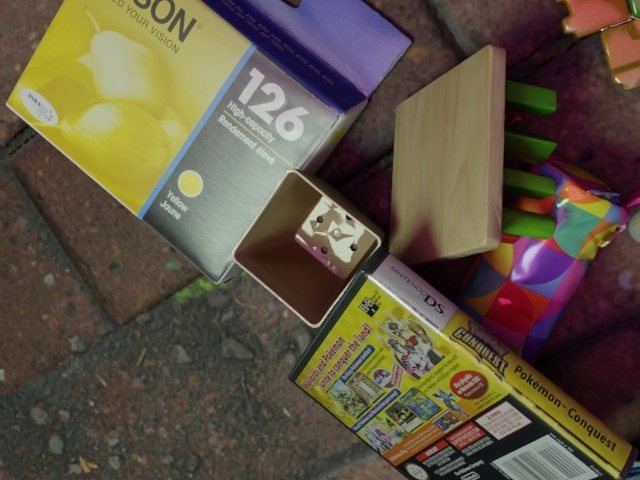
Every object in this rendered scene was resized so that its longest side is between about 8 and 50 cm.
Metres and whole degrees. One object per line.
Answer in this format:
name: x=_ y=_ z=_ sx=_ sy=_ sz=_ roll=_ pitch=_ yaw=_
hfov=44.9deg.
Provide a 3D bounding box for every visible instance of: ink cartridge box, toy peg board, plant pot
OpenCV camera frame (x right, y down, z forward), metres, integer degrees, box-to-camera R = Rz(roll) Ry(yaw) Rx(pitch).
ink cartridge box: x=-0.123 y=-0.164 z=0.772 sx=0.304 sy=0.072 sz=0.307 roll=40 pitch=112 yaw=7
toy peg board: x=0.132 y=-0.058 z=0.668 sx=0.079 sy=0.161 sz=0.161 roll=9 pitch=78 yaw=-20
plant pot: x=0.000 y=0.000 z=0.748 sx=0.109 sy=0.096 sz=0.109 roll=39 pitch=110 yaw=9

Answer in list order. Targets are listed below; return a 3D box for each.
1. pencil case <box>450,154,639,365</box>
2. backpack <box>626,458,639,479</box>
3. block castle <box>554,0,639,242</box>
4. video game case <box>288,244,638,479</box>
pencil case: x=0.185 y=0.037 z=0.698 sx=0.104 sy=0.104 sz=0.236 roll=31 pitch=110 yaw=10
backpack: x=0.309 y=0.291 z=0.582 sx=0.290 sy=0.355 sz=0.273 roll=36 pitch=84 yaw=9
block castle: x=0.251 y=-0.224 z=0.511 sx=0.213 sy=0.303 sz=0.452 roll=-16 pitch=95 yaw=21
video game case: x=0.101 y=0.151 z=0.698 sx=0.248 sy=0.035 sz=0.275 roll=39 pitch=149 yaw=7
